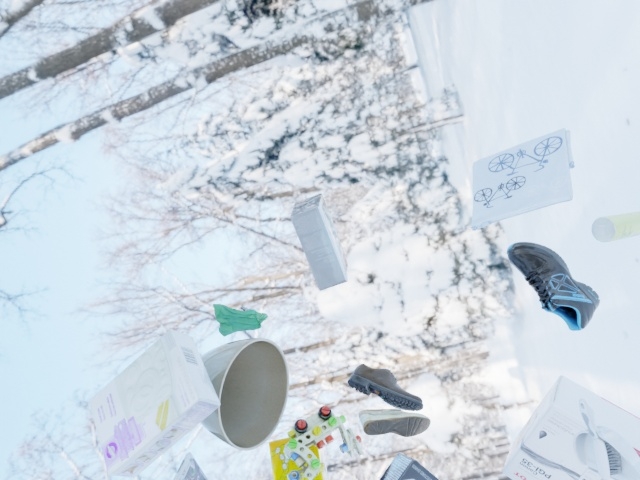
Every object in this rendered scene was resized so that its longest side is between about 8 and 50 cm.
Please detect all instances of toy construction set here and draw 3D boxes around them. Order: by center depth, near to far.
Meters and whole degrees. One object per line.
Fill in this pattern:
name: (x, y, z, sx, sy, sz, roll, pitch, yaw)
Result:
toy construction set: (0.007, 0.713, 1.935, 0.328, 0.151, 0.215, -10, -132, -39)

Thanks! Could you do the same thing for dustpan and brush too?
dustpan and brush: (0.528, 0.381, 1.046, 0.147, 0.060, 0.211, 5, 115, 62)

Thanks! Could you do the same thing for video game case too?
video game case: (-0.406, 0.816, 1.821, 0.190, 0.022, 0.173, 60, -175, -6)

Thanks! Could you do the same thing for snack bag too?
snack bag: (0.630, -0.191, 1.740, 0.037, 0.323, 0.342, 48, -141, -31)

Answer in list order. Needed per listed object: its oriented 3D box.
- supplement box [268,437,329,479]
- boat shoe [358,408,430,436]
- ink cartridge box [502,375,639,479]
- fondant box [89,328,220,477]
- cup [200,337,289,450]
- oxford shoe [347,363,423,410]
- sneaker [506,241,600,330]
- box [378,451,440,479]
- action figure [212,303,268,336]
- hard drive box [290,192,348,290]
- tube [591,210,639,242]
supplement box: (-0.068, 0.962, 2.162, 0.194, 0.195, 0.356, 74, -177, -57)
boat shoe: (0.298, 0.717, 2.227, 0.098, 0.302, 0.109, -123, 42, -60)
ink cartridge box: (0.589, 0.491, 1.304, 0.117, 0.207, 0.283, -38, -30, -49)
fondant box: (-0.455, 0.439, 1.503, 0.096, 0.330, 0.238, 37, -166, -52)
cup: (-0.288, 0.462, 1.736, 0.331, 0.237, 0.331, 1, -91, -57)
oxford shoe: (0.200, 0.419, 1.613, 0.096, 0.227, 0.083, -54, -24, -33)
sneaker: (0.722, 0.138, 1.739, 0.341, 0.125, 0.139, 39, -123, 2)
box: (0.174, 0.636, 1.227, 0.165, 0.270, 0.143, 39, 166, 5)
action figure: (-0.285, 0.286, 2.038, 0.063, 0.232, 0.137, -39, -64, -50)
hard drive box: (0.000, 0.000, 1.602, 0.181, 0.089, 0.232, -82, -28, -73)
tube: (0.759, -0.039, 1.353, 0.070, 0.240, 0.062, -8, 90, 57)
